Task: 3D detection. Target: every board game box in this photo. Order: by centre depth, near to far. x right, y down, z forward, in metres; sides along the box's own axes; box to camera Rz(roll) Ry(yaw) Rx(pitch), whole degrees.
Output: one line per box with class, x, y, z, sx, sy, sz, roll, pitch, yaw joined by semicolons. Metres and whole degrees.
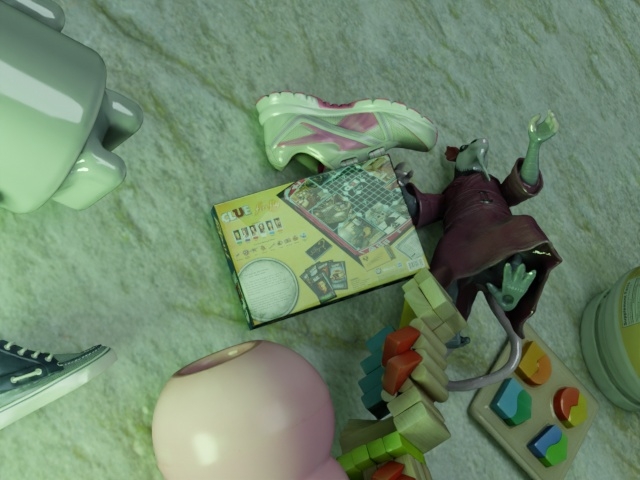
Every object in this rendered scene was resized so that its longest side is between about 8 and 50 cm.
board game box;0.000;0.000;1.460;0.243;0.042;0.165;-17;82;-14

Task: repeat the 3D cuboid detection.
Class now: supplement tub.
supplement tub;0.589;0.129;1.736;0.241;0.331;0.241;15;63;-32

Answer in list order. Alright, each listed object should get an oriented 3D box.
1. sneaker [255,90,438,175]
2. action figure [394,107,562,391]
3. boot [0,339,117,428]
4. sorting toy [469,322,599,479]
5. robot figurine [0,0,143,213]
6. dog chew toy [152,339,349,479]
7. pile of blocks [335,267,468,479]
sneaker;0.034;-0.132;1.551;0.252;0.103;0.111;3;82;-5
action figure;0.241;-0.014;1.622;0.370;0.248;0.276;-88;164;-53
boot;-0.310;0.135;1.213;0.190;0.069;0.086;-28;93;-39
sorting toy;0.325;0.245;1.678;0.193;0.038;0.208;47;50;-13
robot figurine;-0.369;-0.157;1.202;0.353;0.200;0.300;28;56;-26
dog chew toy;-0.055;0.284;1.272;0.206;0.206;0.332;-25;96;-41
pile of blocks;0.082;0.190;1.367;0.112;0.149;0.362;47;45;-51
